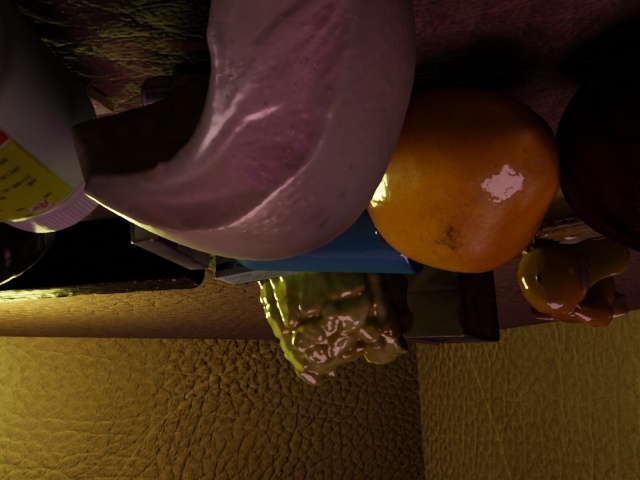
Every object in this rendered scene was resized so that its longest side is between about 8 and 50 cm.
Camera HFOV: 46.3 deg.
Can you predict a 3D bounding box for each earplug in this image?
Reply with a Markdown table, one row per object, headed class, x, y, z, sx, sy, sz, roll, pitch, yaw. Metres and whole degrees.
| class | x | y | z | sx | sy | sz | roll | pitch | yaw |
| --- | --- | --- | --- | --- | --- | --- | --- | --- | --- |
| earplug | -0.003 | -0.015 | 1.006 | 0.273 | 0.132 | 0.132 | -4 | 168 | 22 |

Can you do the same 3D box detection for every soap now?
| class | x | y | z | sx | sy | sz | roll | pitch | yaw |
| --- | --- | --- | --- | --- | --- | --- | --- | --- | --- |
| soap | 0.400 | -0.051 | 1.024 | 0.135 | 0.076 | 0.233 | 8 | 165 | -40 |

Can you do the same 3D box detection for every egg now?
| class | x | y | z | sx | sy | sz | roll | pitch | yaw |
| --- | --- | --- | --- | --- | --- | --- | --- | --- | --- |
| egg | -0.026 | -0.076 | 0.498 | 0.271 | 0.161 | 0.206 | -32 | 164 | 37 |

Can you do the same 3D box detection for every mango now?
| class | x | y | z | sx | sy | sz | roll | pitch | yaw |
| --- | --- | --- | --- | --- | --- | --- | --- | --- | --- |
| mango | 0.128 | -0.062 | 0.707 | 0.138 | 0.187 | 0.257 | -37 | 166 | -15 |

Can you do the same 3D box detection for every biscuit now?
| class | x | y | z | sx | sy | sz | roll | pitch | yaw |
| --- | --- | --- | --- | --- | --- | --- | --- | --- | --- |
| biscuit | -0.367 | 0.027 | 1.149 | 0.388 | 0.107 | 0.073 | -4 | 165 | 7 |

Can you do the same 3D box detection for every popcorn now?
| class | x | y | z | sx | sy | sz | roll | pitch | yaw |
| --- | --- | --- | --- | --- | --- | --- | --- | --- | --- |
| popcorn | 0.031 | 0.105 | 1.273 | 0.237 | 0.293 | 0.293 | -24 | 163 | 11 |

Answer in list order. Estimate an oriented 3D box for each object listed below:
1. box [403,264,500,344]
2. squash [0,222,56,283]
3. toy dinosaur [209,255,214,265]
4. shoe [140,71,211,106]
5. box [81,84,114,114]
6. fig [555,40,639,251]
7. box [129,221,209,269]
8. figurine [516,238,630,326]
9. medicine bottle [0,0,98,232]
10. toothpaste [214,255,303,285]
| class | x | y | z | sx | sy | sz | roll | pitch | yaw |
| --- | --- | --- | --- | --- | --- | --- | --- | --- | --- |
| box | 0.246 | 0.113 | 1.481 | 0.153 | 0.188 | 0.252 | -9 | 164 | 26 |
| squash | -0.351 | -0.033 | 0.722 | 0.193 | 0.193 | 0.156 | 11 | 130 | -45 |
| toy dinosaur | -0.219 | 0.001 | 1.226 | 0.187 | 0.044 | 0.106 | 7 | 160 | -6 |
| shoe | -0.117 | -0.090 | 0.722 | 0.138 | 0.095 | 0.245 | 6 | 162 | -20 |
| box | -0.241 | -0.127 | 0.697 | 0.083 | 0.012 | 0.046 | -6 | 166 | 15 |
| fig | 0.321 | -0.076 | 0.629 | 0.235 | 0.214 | 0.235 | 22 | 176 | 2 |
| box | -0.172 | -0.036 | 0.885 | 0.036 | 0.115 | 0.177 | -3 | 168 | 10 |
| figurine | 0.458 | 0.077 | 1.373 | 0.215 | 0.215 | 0.228 | -5 | 154 | 11 |
| medicine bottle | -0.248 | -0.091 | 0.558 | 0.139 | 0.139 | 0.225 | -3 | 167 | 3 |
| toothpaste | 0.000 | 0.000 | 1.114 | 0.337 | 0.081 | 0.067 | -11 | 165 | 19 |
